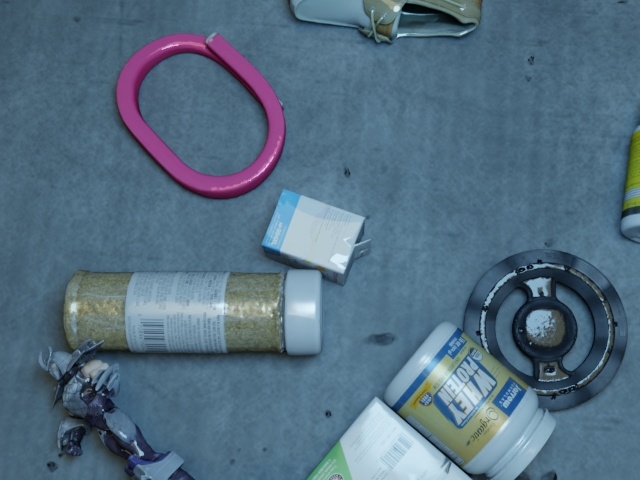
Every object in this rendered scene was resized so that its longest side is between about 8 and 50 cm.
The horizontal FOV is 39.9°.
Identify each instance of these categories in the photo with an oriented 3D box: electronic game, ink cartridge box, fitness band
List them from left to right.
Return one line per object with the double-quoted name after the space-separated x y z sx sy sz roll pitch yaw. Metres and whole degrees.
-0.181 -0.197 1.355 0.209 0.054 0.291 -43 77 -8 "fitness band"
0.000 0.000 1.279 0.143 0.092 0.090 20 78 7 "ink cartridge box"
0.106 0.344 1.190 0.219 0.092 0.160 40 81 10 "ink cartridge box"
0.320 0.126 1.259 0.229 0.048 0.229 -1 83 7 "electronic game"

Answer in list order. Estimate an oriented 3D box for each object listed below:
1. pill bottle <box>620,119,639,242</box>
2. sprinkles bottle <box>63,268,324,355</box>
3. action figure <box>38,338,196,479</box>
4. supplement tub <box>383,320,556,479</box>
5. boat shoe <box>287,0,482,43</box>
0.505 -0.104 1.274 0.119 0.119 0.209 10 77 4 "pill bottle"
-0.173 0.100 1.246 0.355 0.121 0.121 0 76 2 "sprinkles bottle"
-0.284 0.250 1.195 0.285 0.185 0.099 45 53 7 "action figure"
0.200 0.221 1.190 0.199 0.144 0.144 39 81 9 "supplement tub"
0.101 -0.364 1.356 0.302 0.113 0.103 -5 70 0 "boat shoe"
